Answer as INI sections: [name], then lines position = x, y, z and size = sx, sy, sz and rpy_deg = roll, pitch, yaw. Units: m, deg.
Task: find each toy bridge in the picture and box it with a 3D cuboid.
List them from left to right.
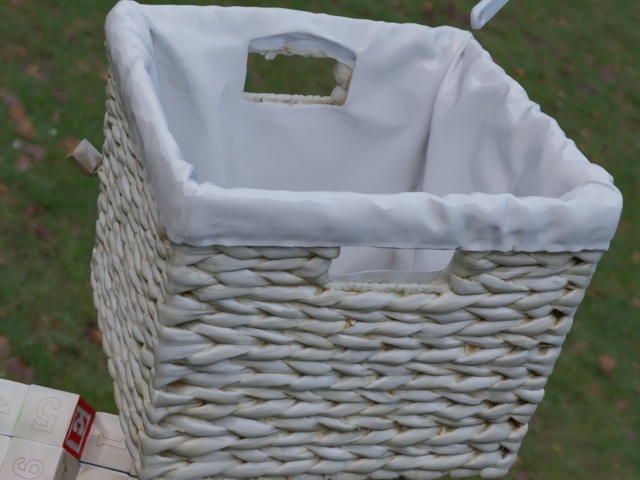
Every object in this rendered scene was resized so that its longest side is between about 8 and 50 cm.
[toy bridge]
position = -0.173, -0.086, 1.369
size = 0.063, 0.188, 0.026
rpy_deg = 47, 56, -21

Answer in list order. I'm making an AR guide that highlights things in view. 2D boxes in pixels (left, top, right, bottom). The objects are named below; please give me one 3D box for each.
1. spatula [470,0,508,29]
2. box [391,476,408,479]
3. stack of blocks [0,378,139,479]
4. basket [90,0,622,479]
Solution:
[spatula]
position = 0.157, -0.270, 1.111
size = 0.019, 0.168, 0.242
rpy_deg = 10, 31, 26
[box]
position = 0.038, 0.337, 1.408
size = 0.051, 0.175, 0.220
rpy_deg = 42, 9, -5
[stack of blocks]
position = -0.201, 0.184, 1.147
size = 0.297, 0.087, 0.171
rpy_deg = 12, -21, 13
[basket]
position = 0.000, 0.000, 1.115
size = 0.328, 0.266, 0.331
rpy_deg = 1, 29, -19
